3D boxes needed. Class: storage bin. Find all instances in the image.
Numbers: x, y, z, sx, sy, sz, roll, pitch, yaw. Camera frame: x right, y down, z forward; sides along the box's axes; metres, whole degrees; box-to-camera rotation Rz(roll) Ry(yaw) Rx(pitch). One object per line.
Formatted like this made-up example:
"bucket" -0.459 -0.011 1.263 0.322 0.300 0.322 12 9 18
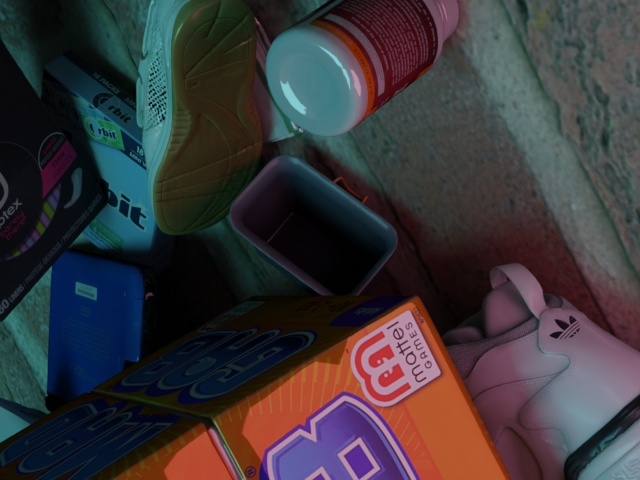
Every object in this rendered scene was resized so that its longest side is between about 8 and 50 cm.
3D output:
"storage bin" 0.000 0.000 1.374 0.135 0.098 0.091 36 165 16

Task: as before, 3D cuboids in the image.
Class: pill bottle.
"pill bottle" 0.036 -0.144 1.175 0.086 0.152 0.086 23 133 28

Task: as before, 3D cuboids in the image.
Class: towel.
"towel" -0.083 -0.131 1.399 0.152 0.023 0.113 -13 108 49

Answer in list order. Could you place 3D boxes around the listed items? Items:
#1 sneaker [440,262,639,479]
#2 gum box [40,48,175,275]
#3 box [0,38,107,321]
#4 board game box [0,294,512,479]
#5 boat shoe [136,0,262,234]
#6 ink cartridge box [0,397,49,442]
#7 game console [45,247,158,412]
"sneaker" 0.167 0.176 1.316 0.210 0.137 0.365 44 142 18
"gum box" -0.201 -0.067 1.521 0.157 0.041 0.184 38 143 16
"box" -0.339 -0.082 1.427 0.143 0.165 0.270 19 152 38
"board game box" -0.059 0.280 1.253 0.356 0.356 0.356 63 160 -8
"boat shoe" -0.108 -0.121 1.350 0.096 0.098 0.277 57 151 34
"ink cartridge box" -0.196 0.295 1.590 0.307 0.129 0.223 28 175 21
"game console" -0.154 0.142 1.588 0.293 0.173 0.250 -172 84 -64
